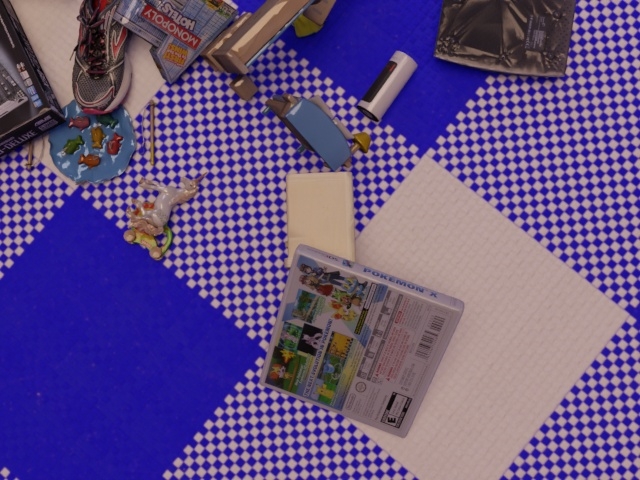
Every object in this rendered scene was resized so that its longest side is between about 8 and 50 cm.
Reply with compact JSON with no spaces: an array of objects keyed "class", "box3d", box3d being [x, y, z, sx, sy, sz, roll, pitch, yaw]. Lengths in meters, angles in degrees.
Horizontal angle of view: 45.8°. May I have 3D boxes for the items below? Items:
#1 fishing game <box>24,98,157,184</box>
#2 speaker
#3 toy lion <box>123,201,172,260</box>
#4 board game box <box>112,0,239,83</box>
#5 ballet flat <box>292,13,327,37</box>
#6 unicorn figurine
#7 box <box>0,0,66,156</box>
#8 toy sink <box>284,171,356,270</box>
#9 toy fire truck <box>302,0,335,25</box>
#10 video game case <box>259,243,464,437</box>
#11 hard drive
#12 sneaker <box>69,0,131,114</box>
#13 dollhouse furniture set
[{"class":"fishing game","box3d":[-0.462,-0.203,1.514,0.264,0.041,0.189,2,82,3]},{"class":"speaker","box3d":[0.132,-0.302,1.484,0.055,0.055,0.136,36,88,5]},{"class":"toy lion","box3d":[-0.334,-0.024,1.498,0.100,0.034,0.096,33,80,5]},{"class":"board game box","box3d":[-0.292,-0.418,1.475,0.194,0.060,0.194,27,98,-35]},{"class":"ballet flat","box3d":[-0.071,-0.508,1.508,0.077,0.077,0.231,-31,85,29]},{"class":"unicorn figurine","box3d":[-0.307,-0.081,1.479,0.111,0.060,0.162,24,81,-14]},{"class":"box","box3d":[-0.680,-0.316,1.502,0.242,0.076,0.307,-28,78,0]},{"class":"toy sink","box3d":[0.000,0.000,1.416,0.131,0.153,0.234,-3,86,3]},{"class":"toy fire truck","box3d":[-0.010,-0.559,1.435,0.217,0.158,0.246,16,56,-7]},{"class":"video game case","box3d":[0.062,0.189,1.361,0.300,0.036,0.329,20,124,4]},{"class":"hard drive","box3d":[0.357,-0.407,1.481,0.254,0.054,0.172,10,85,4]},{"class":"sneaker","box3d":[-0.437,-0.395,1.488,0.121,0.112,0.299,4,83,4]},{"class":"dollhouse furniture set","box3d":[-0.030,-0.304,1.424,0.198,0.286,0.303,-45,113,-4]}]
